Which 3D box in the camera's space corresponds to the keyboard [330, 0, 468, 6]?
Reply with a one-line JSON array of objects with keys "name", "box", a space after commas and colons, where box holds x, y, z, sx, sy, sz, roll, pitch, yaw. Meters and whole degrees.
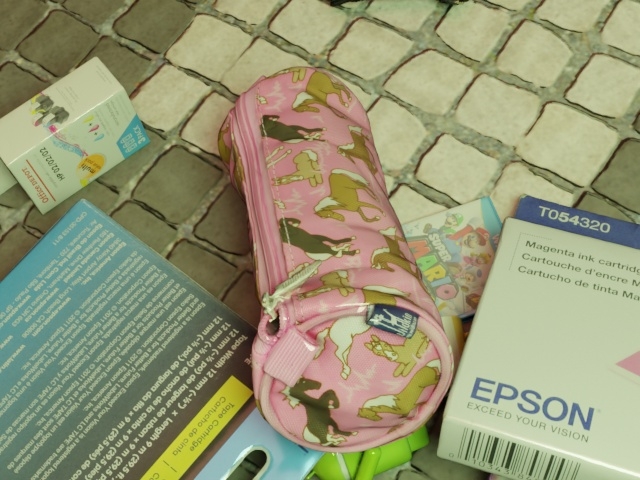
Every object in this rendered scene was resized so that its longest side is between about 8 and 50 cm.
[{"name": "keyboard", "box": [0.082, -0.340, 1.278, 0.317, 0.033, 0.202, 0, 55, 10]}]

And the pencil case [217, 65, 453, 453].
[{"name": "pencil case", "box": [0.000, 0.000, 0.971, 0.160, 0.167, 0.386, -7, 38, -4]}]

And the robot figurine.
[{"name": "robot figurine", "box": [0.037, 0.178, 0.980, 0.115, 0.067, 0.101, -20, 33, -2]}]

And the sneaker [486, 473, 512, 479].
[{"name": "sneaker", "box": [0.152, 0.248, 0.915, 0.104, 0.095, 0.236, -5, 62, 15]}]

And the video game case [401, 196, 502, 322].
[{"name": "video game case", "box": [0.110, 0.032, 1.079, 0.166, 0.015, 0.119, -18, 60, -2]}]

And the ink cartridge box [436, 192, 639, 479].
[{"name": "ink cartridge box", "box": [0.296, 0.085, 0.930, 0.324, 0.071, 0.330, 14, 49, 12]}]

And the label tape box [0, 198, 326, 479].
[{"name": "label tape box", "box": [-0.171, 0.158, 1.001, 0.347, 0.115, 0.249, 35, 72, 19]}]

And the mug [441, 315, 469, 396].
[{"name": "mug", "box": [0.117, 0.108, 1.012, 0.078, 0.062, 0.064, -18, 68, 6]}]

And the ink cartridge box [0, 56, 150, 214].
[{"name": "ink cartridge box", "box": [-0.282, -0.100, 1.161, 0.181, 0.104, 0.061, -36, 62, -10]}]
